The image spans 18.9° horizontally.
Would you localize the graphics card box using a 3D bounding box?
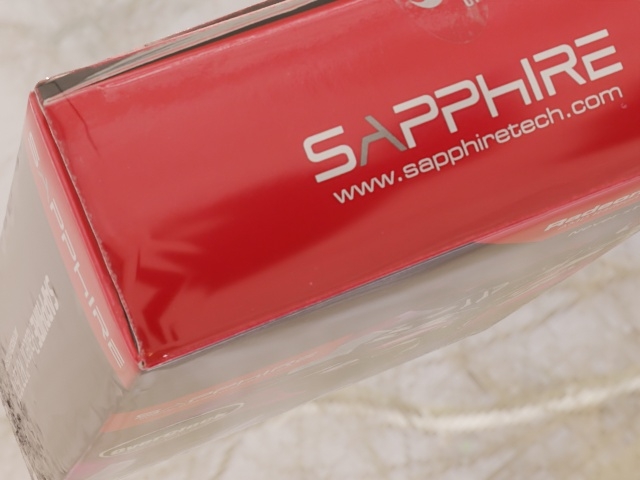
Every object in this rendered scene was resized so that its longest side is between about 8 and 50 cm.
[{"bbox_3d":[0.000,0.000,0.710,0.094,0.232,0.371,67,163,7],"label":"graphics card box"}]
